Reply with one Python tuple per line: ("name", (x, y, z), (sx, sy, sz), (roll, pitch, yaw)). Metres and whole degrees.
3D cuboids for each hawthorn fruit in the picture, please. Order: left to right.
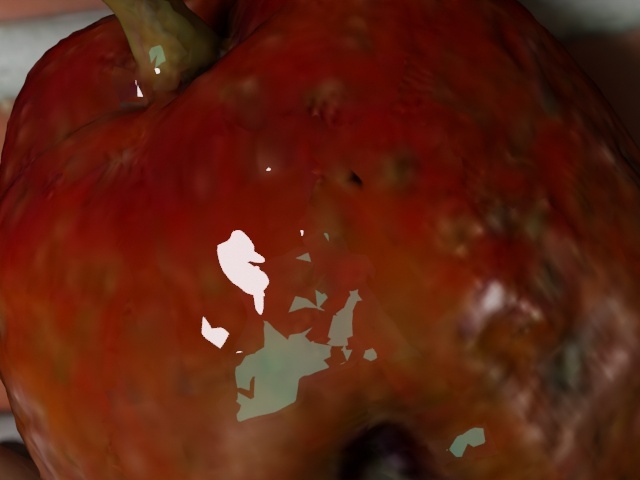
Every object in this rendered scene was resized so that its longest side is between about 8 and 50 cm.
("hawthorn fruit", (0.010, 0.018, 0.548), (0.258, 0.258, 0.262), (-19, 88, 24))

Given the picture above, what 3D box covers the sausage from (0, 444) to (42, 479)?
("sausage", (-0.116, 0.199, 0.771), (0.253, 0.123, 0.123), (30, 125, -10))
